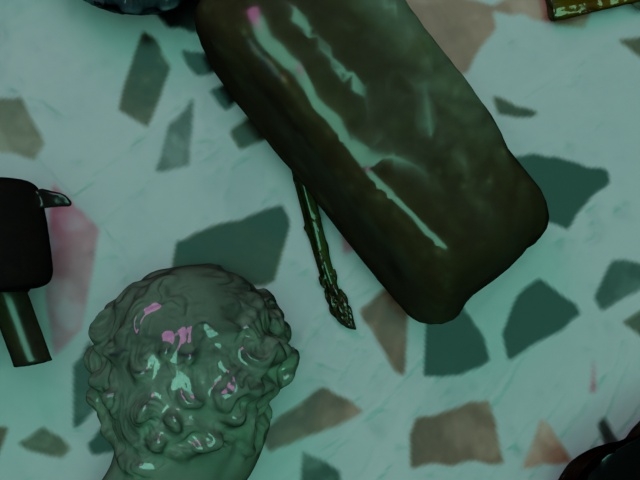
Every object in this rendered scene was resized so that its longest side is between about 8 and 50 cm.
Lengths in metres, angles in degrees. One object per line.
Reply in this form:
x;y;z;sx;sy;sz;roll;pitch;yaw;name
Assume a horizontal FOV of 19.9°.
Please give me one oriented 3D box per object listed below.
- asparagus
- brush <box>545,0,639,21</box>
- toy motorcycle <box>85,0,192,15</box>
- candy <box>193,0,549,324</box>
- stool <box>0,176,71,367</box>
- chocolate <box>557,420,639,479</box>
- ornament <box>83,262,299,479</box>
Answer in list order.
0.000;0.000;1.097;0.014;0.015;0.114;-16;92;-37;asparagus
0.293;-0.206;1.111;0.336;0.020;0.085;-14;89;-3;brush
-0.214;-0.294;1.025;0.410;0.169;0.237;24;94;-7;toy motorcycle
0.031;-0.069;1.050;0.104;0.102;0.234;-40;88;-16;candy
-0.243;0.020;1.037;0.217;0.125;0.121;-5;91;7;stool
0.212;0.150;1.072;0.149;0.080;0.125;-34;102;-9;chocolate
-0.096;0.151;1.034;0.120;0.130;0.285;15;89;4;ornament
